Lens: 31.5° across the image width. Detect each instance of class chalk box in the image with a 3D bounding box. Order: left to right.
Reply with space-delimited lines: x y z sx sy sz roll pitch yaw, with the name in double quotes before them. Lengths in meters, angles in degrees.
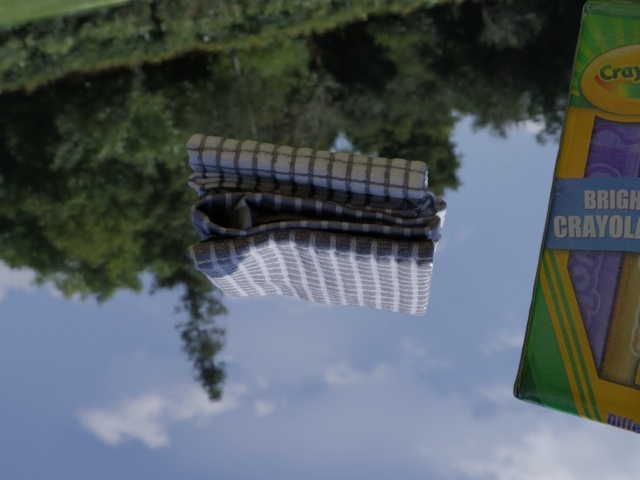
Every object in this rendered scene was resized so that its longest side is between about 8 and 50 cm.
"chalk box" 0.179 -0.029 0.468 0.132 0.213 0.132 16 -166 29

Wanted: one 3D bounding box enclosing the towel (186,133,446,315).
"towel" 0.000 0.000 1.110 0.235 0.121 0.283 7 169 6
